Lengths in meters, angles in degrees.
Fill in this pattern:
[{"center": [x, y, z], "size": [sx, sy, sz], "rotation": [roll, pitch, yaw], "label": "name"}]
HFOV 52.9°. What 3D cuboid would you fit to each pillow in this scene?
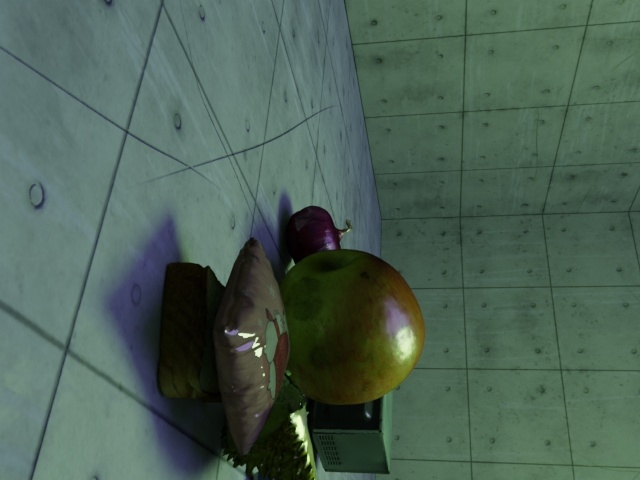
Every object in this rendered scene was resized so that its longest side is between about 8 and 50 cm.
[{"center": [-0.093, 0.141, 0.893], "size": [0.223, 0.084, 0.236], "rotation": [-75, 161, -54], "label": "pillow"}]

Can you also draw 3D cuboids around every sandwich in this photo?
[{"center": [-0.162, 0.142, 0.937], "size": [0.214, 0.065, 0.186], "rotation": [54, 36, -73], "label": "sandwich"}]

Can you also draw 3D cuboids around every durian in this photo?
[{"center": [-0.062, 0.296, 1.043], "size": [0.169, 0.158, 0.352], "rotation": [-63, -168, -1], "label": "durian"}]

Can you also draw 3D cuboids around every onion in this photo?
[{"center": [-0.010, 0.004, 1.550], "size": [0.177, 0.153, 0.177], "rotation": [3, 90, -70], "label": "onion"}]

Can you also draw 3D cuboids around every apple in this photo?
[{"center": [0.051, 0.176, 1.381], "size": [0.339, 0.340, 0.339], "rotation": [-2, 90, -80], "label": "apple"}]

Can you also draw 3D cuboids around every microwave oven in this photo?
[{"center": [0.091, 0.447, 1.846], "size": [0.286, 0.218, 0.355], "rotation": [75, 17, -46], "label": "microwave oven"}]

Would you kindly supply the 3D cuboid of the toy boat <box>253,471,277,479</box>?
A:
[{"center": [-0.060, 0.574, 1.272], "size": [0.129, 0.088, 0.295], "rotation": [-116, -175, -49], "label": "toy boat"}]
